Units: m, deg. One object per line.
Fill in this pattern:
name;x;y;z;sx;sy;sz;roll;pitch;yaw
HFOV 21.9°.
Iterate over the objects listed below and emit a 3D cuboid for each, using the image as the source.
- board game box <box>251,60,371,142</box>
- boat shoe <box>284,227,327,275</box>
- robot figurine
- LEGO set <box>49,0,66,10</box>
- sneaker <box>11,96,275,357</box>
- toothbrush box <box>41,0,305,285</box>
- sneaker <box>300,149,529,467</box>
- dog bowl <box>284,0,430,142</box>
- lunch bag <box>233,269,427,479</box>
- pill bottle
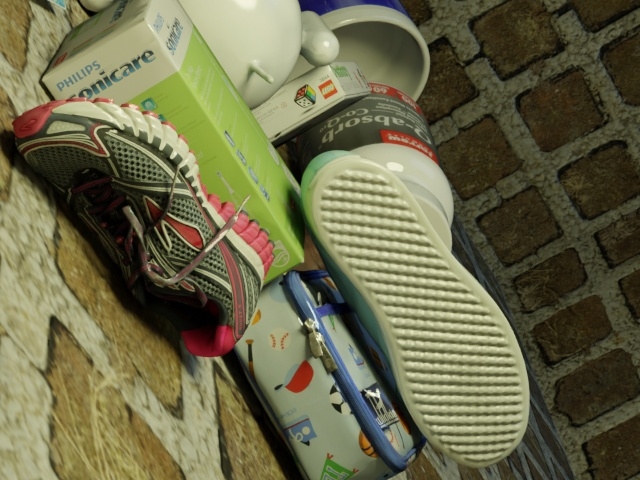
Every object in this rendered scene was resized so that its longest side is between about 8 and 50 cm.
board game box;-0.043;-0.156;2.063;0.053;0.193;0.305;61;9;-2
boat shoe;0.000;0.000;2.036;0.123;0.123;0.342;60;10;-2
robot figurine;-0.128;-0.260;1.882;0.353;0.300;0.200;-108;-150;-65
LEGO set;-0.317;-0.318;1.649;0.244;0.060;0.182;19;54;-73
sneaker;-0.145;-0.014;1.403;0.299;0.121;0.112;43;49;-37
toothbrush box;-0.135;-0.097;1.637;0.283;0.122;0.206;58;10;-18
sneaker;0.097;0.058;1.686;0.366;0.135;0.150;63;-2;-17
dog bowl;0.029;-0.272;2.553;0.265;0.265;0.104;48;13;-50
lunch bag;0.007;0.137;1.701;0.243;0.115;0.303;62;7;6
pill bottle;0.080;-0.073;2.398;0.210;0.210;0.363;55;11;-26
